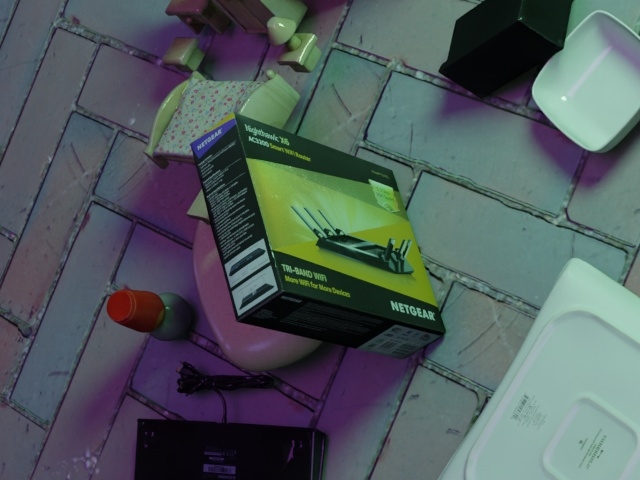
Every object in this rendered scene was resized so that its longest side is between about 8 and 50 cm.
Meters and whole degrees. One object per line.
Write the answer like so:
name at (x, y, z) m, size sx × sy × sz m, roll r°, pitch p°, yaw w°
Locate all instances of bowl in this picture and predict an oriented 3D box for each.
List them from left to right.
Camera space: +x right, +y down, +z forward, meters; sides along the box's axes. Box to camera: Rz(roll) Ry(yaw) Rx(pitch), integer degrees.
bowl at (0.333, -0.181, 1.951) m, size 0.142 × 0.053 × 0.142 m, roll -51°, pitch 54°, yaw 15°

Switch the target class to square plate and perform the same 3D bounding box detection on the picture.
square plate at (0.309, 0.239, 1.854) m, size 0.344 × 0.049 × 0.347 m, roll 36°, pitch 100°, yaw 38°

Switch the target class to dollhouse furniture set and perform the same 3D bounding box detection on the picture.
dollhouse furniture set at (-0.191, -0.220, 2.207) m, size 0.303 × 0.174 × 0.356 m, roll 9°, pitch 63°, yaw 47°

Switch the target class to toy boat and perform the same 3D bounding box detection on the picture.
toy boat at (-0.123, 0.058, 2.200) m, size 0.318 × 0.148 × 0.268 m, roll -19°, pitch 71°, yaw 25°

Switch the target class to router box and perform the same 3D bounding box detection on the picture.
router box at (0.000, 0.000, 1.995) m, size 0.081 × 0.308 × 0.243 m, roll -34°, pitch 59°, yaw 30°

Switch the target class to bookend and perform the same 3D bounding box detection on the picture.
bookend at (0.232, -0.280, 2.038) m, size 0.157 × 0.072 × 0.156 m, roll -31°, pitch 38°, yaw 50°

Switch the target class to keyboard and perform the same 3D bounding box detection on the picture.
keyboard at (-0.123, 0.262, 2.198) m, size 0.317 × 0.033 × 0.202 m, roll -1°, pitch 83°, yaw 37°
